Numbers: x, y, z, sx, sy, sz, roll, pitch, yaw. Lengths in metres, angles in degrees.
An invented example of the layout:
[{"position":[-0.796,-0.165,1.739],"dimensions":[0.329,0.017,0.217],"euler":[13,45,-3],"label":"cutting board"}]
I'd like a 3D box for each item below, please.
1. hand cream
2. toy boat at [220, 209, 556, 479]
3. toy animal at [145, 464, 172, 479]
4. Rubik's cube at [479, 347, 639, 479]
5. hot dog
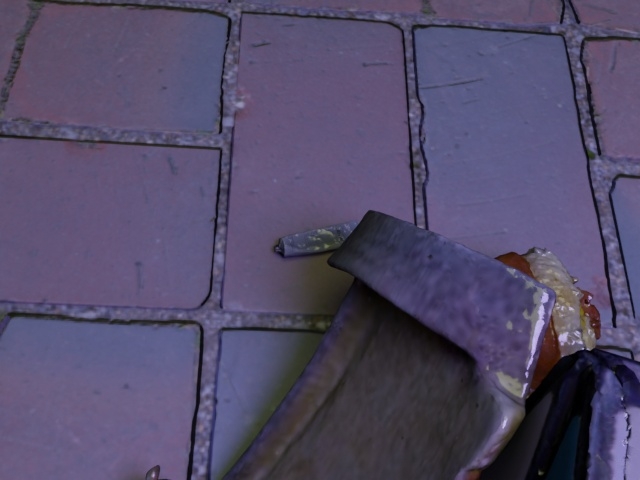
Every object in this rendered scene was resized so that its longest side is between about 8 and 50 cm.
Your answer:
[{"position":[0.000,0.000,0.862],"dimensions":[0.093,0.019,0.030],"euler":[-12,62,-16],"label":"hand cream"},{"position":[0.054,0.108,0.653],"dimensions":[0.111,0.276,0.293],"euler":[29,75,-30],"label":"toy boat"},{"position":[-0.128,0.300,0.626],"dimensions":[0.170,0.090,0.255],"euler":[-25,67,-24],"label":"toy animal"},{"position":[0.228,0.283,0.541],"dimensions":[0.307,0.310,0.305],"euler":[20,59,3],"label":"Rubik's cube"},{"position":[0.138,0.085,0.778],"dimensions":[0.213,0.103,0.146],"euler":[-9,56,10],"label":"hot dog"}]
